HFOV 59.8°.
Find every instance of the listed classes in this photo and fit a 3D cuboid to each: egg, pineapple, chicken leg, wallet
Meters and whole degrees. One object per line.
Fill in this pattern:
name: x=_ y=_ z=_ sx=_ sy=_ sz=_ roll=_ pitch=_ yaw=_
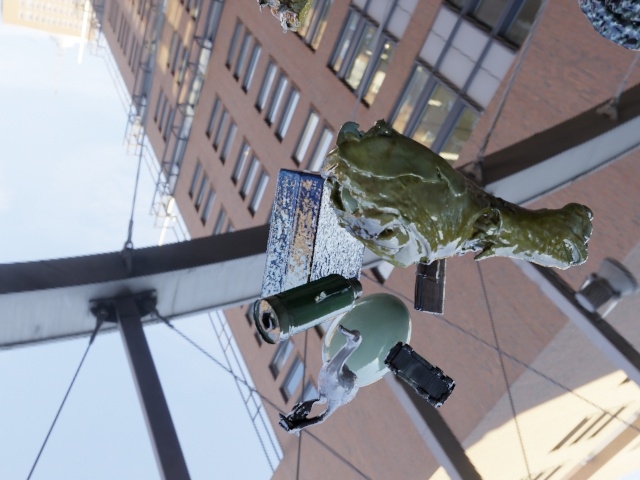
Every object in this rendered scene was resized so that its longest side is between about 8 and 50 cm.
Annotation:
egg: x=0.123 y=0.265 z=1.483 sx=0.202 sy=0.283 sz=0.203 roll=38 pitch=-177 yaw=-2
pineapple: x=-0.054 y=-0.550 z=1.122 sx=0.186 sy=0.237 sz=0.114 roll=-12 pitch=-168 yaw=-5
chicken leg: x=0.204 y=-0.042 z=0.804 sx=0.428 sy=0.202 sz=0.153 roll=13 pitch=-169 yaw=-4
wallet: x=0.292 y=0.075 z=1.458 sx=0.042 sy=0.230 sz=0.124 roll=1 pitch=171 yaw=39

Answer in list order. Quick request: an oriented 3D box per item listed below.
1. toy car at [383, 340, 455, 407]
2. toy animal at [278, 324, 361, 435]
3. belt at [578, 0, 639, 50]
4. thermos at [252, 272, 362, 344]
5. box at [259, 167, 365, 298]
toy car: x=0.208 y=0.284 z=1.194 sx=0.165 sy=0.071 sz=0.062 roll=39 pitch=173 yaw=-7
toy animal: x=0.032 y=0.306 z=1.211 sx=0.090 sy=0.324 sz=0.195 roll=43 pitch=-156 yaw=29
belt: x=0.423 y=-0.331 z=0.583 sx=0.207 sy=0.294 sz=0.160 roll=58 pitch=-147 yaw=-9
thermos: x=-0.011 y=0.094 z=0.875 sx=0.187 sy=0.083 sz=0.073 roll=-17 pitch=-139 yaw=-38
box: x=0.000 y=0.000 z=1.140 sx=0.116 sy=0.279 sz=0.261 roll=15 pitch=-170 yaw=26
